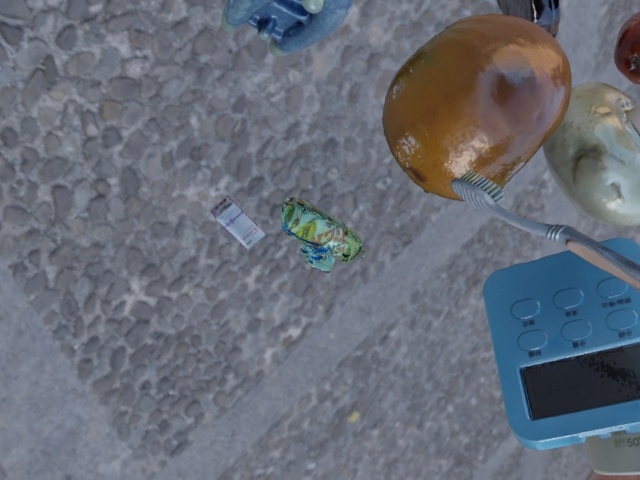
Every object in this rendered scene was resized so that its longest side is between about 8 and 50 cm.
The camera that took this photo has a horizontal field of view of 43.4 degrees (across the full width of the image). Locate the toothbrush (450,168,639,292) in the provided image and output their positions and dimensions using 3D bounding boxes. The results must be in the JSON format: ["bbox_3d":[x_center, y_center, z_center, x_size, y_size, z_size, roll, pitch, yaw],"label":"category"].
[{"bbox_3d":[0.273,0.016,0.785,0.037,0.375,0.028,-37,138,-21],"label":"toothbrush"}]

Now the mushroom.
[{"bbox_3d":[0.618,-0.191,1.658,0.356,0.315,0.315,-26,137,-17],"label":"mushroom"}]

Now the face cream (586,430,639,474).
[{"bbox_3d":[0.508,0.215,1.366,0.081,0.173,0.349,-1,78,-48],"label":"face cream"}]

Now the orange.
[{"bbox_3d":[0.248,-0.216,1.266,0.310,0.274,0.274,-40,148,11],"label":"orange"}]

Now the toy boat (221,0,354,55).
[{"bbox_3d":[-0.063,-0.448,1.578,0.215,0.330,0.123,24,64,-32],"label":"toy boat"}]

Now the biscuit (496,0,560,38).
[{"bbox_3d":[0.500,-0.669,1.997,0.091,0.407,0.407,-15,141,6],"label":"biscuit"}]

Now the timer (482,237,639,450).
[{"bbox_3d":[0.347,0.138,1.072,0.231,0.250,0.091,-17,138,17],"label":"timer"}]

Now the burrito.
[{"bbox_3d":[0.000,0.000,1.512,0.288,0.054,0.104,26,92,-57],"label":"burrito"}]

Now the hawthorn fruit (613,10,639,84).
[{"bbox_3d":[0.744,-0.434,1.798,0.189,0.189,0.189,-32,138,-34],"label":"hawthorn fruit"}]

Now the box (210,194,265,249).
[{"bbox_3d":[-0.160,-0.034,1.560,0.050,0.036,0.117,-39,137,1],"label":"box"}]
